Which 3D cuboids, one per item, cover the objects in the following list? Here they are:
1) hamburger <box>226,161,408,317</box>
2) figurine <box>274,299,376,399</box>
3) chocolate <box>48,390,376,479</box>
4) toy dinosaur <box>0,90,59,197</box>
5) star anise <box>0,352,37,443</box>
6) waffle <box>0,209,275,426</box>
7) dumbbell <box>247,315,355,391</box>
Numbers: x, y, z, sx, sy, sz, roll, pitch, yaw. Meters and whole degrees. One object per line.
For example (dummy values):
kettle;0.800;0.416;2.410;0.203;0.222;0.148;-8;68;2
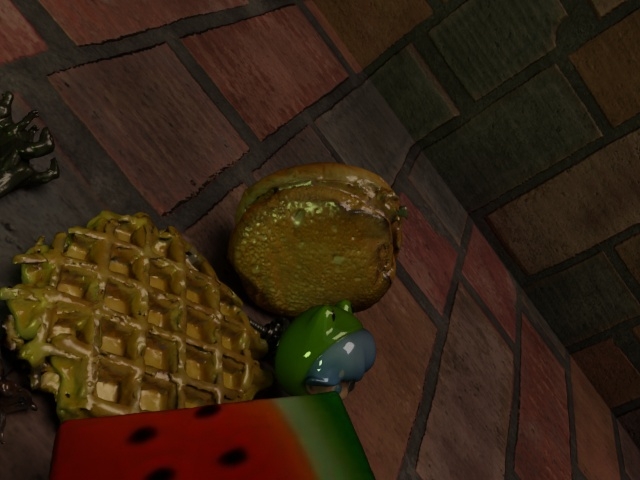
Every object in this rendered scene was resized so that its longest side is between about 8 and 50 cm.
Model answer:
hamburger;0.000;0.000;1.157;0.170;0.314;0.290;-90;171;-49
figurine;-0.006;0.222;1.018;0.143;0.263;0.162;19;9;26
chocolate;-0.088;0.313;0.597;0.341;0.161;0.360;-2;30;-16
toy dinosaur;-0.453;-0.113;0.877;0.179;0.087;0.187;-19;57;-25
star anise;-0.364;0.161;0.687;0.124;0.056;0.129;60;12;-4
waffle;-0.234;0.130;0.905;0.382;0.095;0.379;53;30;-3
dumbbell;-0.037;0.196;1.134;0.254;0.110;0.110;36;34;-22
